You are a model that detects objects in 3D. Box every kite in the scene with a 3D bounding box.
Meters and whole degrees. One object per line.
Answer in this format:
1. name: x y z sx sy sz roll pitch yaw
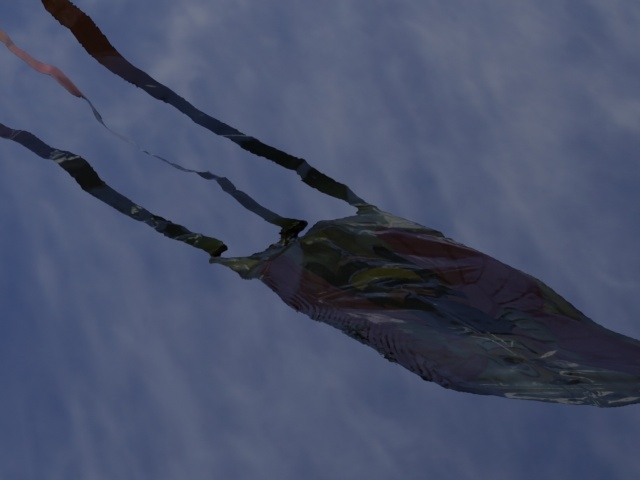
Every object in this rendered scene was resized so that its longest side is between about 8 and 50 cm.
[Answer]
1. kite: -0.001 0.003 0.700 0.204 0.360 0.022 -11 -126 57
